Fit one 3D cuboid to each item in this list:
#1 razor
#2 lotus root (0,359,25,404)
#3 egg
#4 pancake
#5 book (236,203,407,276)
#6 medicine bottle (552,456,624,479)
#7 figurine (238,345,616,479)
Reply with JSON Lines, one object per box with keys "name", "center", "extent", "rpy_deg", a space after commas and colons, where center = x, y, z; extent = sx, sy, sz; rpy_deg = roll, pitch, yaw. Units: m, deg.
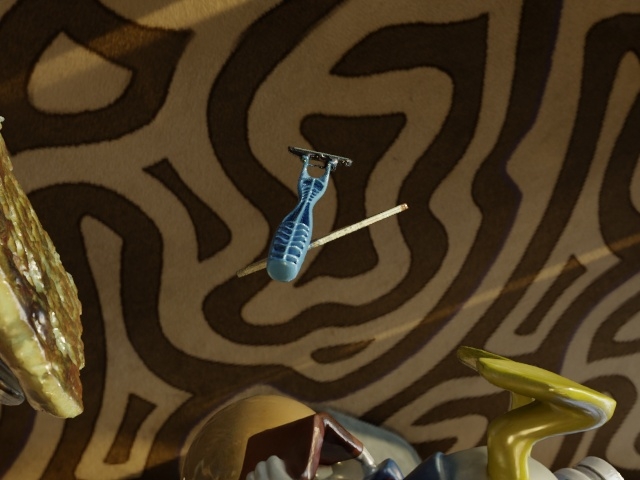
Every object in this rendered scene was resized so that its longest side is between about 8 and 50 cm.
{"name": "razor", "center": [-0.019, -0.034, 0.758], "extent": [0.082, 0.253, 0.042], "rpy_deg": [12, 122, 1]}
{"name": "lotus root", "center": [-0.397, 0.170, 0.840], "extent": [0.030, 0.037, 0.083], "rpy_deg": [-35, 117, 0]}
{"name": "egg", "center": [-0.104, 0.438, 1.269], "extent": [0.301, 0.374, 0.301], "rpy_deg": [0, 93, -8]}
{"name": "pancake", "center": [-0.381, -0.005, 0.836], "extent": [0.067, 0.305, 0.426], "rpy_deg": [-20, 108, -8]}
{"name": "book", "center": [0.000, 0.000, 1.439], "extent": [0.322, 0.228, 0.018], "rpy_deg": [-22, 90, -27]}
{"name": "medicine bottle", "center": [0.336, 0.386, 0.961], "extent": [0.187, 0.103, 0.102], "rpy_deg": [-23, 132, -23]}
{"name": "figurine", "center": [0.052, 0.245, 0.546], "extent": [0.284, 0.204, 0.338], "rpy_deg": [11, 86, 17]}
